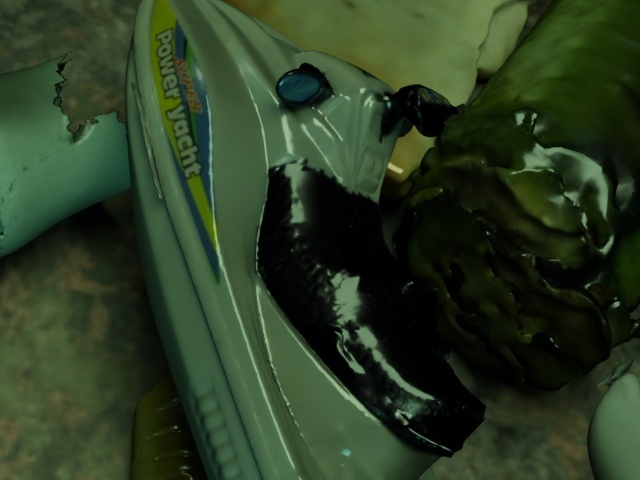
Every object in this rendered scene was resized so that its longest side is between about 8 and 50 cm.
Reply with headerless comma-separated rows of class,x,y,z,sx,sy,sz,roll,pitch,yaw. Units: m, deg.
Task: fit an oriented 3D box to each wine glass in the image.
wine glass,-0.176,-0.018,0.815,0.195,0.079,0.079,-24,70,-28

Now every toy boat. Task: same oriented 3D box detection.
toy boat,-0.004,0.007,0.808,0.141,0.141,0.269,-2,74,-19

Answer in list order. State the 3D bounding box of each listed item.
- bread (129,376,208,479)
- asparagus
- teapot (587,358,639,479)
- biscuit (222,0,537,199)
bread,-0.055,0.095,0.813,0.049,0.033,0.088,14,56,-17
asparagus,0.166,-0.094,0.956,0.128,0.108,0.382,34,54,3
teapot,0.084,0.223,0.671,0.280,0.252,0.424,10,55,28
biscuit,0.031,-0.168,0.997,0.205,0.040,0.309,33,55,3
